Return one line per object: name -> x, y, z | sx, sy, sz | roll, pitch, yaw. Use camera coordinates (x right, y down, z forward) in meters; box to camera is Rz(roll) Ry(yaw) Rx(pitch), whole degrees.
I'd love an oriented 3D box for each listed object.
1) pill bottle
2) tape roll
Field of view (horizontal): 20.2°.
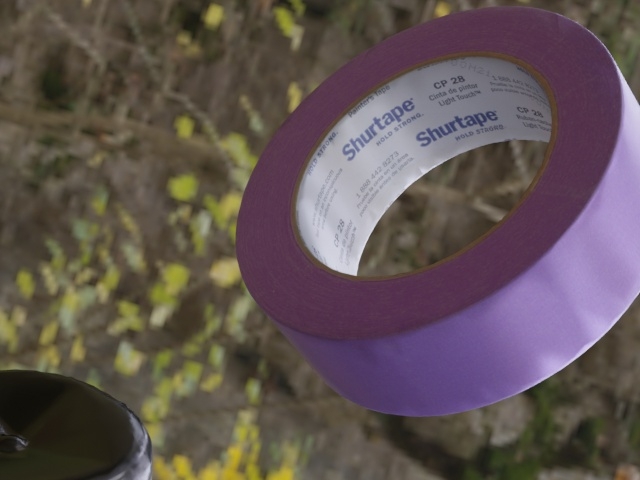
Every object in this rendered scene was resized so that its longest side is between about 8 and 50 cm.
pill bottle -> -0.140, 0.178, 0.791 | 0.123, 0.122, 0.219 | -95, -170, -68
tape roll -> 0.084, -0.023, 1.165 | 0.274, 0.090, 0.275 | -21, -137, 21
